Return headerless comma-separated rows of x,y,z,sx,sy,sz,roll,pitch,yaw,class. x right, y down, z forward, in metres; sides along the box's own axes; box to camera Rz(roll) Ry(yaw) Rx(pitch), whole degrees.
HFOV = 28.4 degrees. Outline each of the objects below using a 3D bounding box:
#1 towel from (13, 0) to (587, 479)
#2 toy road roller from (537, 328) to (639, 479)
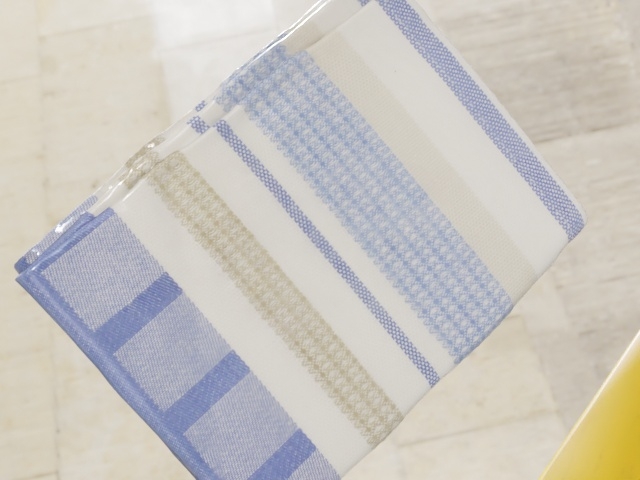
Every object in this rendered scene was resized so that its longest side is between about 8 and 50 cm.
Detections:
0.000,0.000,0.703,0.209,0.285,0.034,49,160,-5,towel
0.151,0.170,0.302,0.240,0.329,0.202,18,149,35,toy road roller
